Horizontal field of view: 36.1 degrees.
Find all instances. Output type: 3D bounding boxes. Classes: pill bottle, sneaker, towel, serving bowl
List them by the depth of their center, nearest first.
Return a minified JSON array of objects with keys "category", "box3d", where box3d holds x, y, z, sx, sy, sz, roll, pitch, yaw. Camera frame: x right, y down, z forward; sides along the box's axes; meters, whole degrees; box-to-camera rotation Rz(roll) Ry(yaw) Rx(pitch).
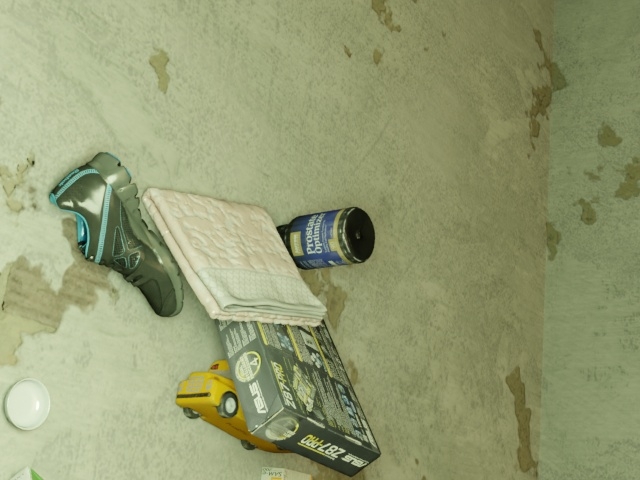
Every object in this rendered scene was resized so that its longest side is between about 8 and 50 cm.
[{"category":"serving bowl","box3d":[-0.486,0.269,1.611,0.083,0.027,0.083,14,72,-50]},{"category":"sneaker","box3d":[-0.364,0.011,1.776,0.139,0.125,0.341,-35,116,-21]},{"category":"towel","box3d":[-0.161,0.031,1.932,0.331,0.053,0.317,10,39,-52]},{"category":"pill bottle","box3d":[0.000,0.000,2.137,0.122,0.219,0.123,14,72,-51]}]

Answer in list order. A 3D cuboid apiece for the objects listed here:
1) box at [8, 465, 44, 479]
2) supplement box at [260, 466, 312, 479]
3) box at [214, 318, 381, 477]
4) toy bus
[{"category":"box","box3d":[-0.377,0.534,1.562,0.058,0.232,0.322,-35,119,-3]},{"category":"supplement box","box3d":[-0.072,0.505,2.078,0.098,0.062,0.036,29,62,-47]},{"category":"box","box3d":[-0.059,0.251,1.954,0.318,0.097,0.395,37,21,-45]},{"category":"toy bus","box3d":[-0.139,0.338,1.984,0.332,0.108,0.130,40,53,-41]}]
